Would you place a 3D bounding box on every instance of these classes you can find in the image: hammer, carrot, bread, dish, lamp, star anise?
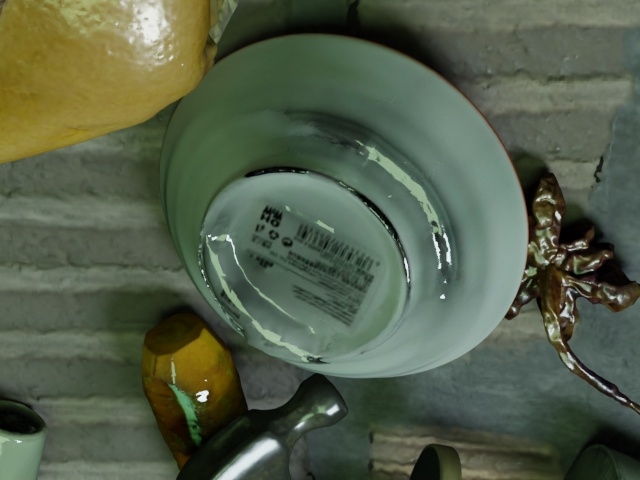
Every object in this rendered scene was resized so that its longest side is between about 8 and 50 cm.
[{"bbox_3d":[0.035,0.292,1.385,0.168,0.044,0.440,-35,122,-3],"label":"hammer"},{"bbox_3d":[-0.065,0.170,1.349,0.070,0.070,0.260,-14,120,14],"label":"carrot"},{"bbox_3d":[-0.130,-0.153,1.083,0.162,0.204,0.262,25,124,-5],"label":"bread"},{"bbox_3d":[0.000,0.000,1.195,0.260,0.085,0.260,10,123,16],"label":"dish"},{"bbox_3d":[0.173,0.200,1.303,0.214,0.121,0.121,13,122,-15],"label":"lamp"},{"bbox_3d":[0.168,0.043,1.239,0.097,0.070,0.191,-39,101,16],"label":"star anise"}]

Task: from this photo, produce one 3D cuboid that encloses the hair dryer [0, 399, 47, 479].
[{"bbox_3d":[-0.205,0.253,1.412,0.298,0.119,0.296,-7,117,-8],"label":"hair dryer"}]
